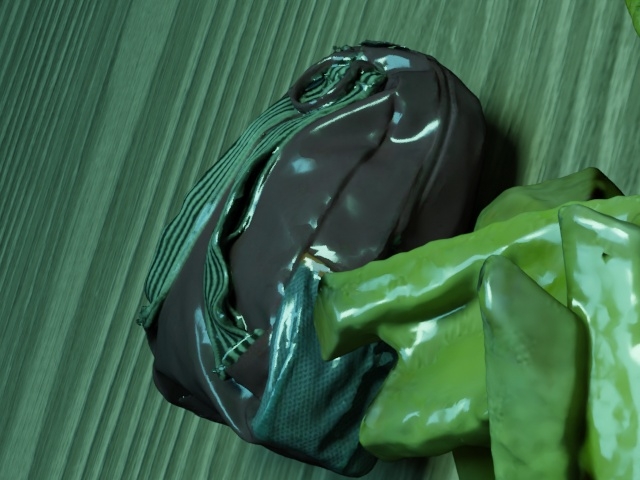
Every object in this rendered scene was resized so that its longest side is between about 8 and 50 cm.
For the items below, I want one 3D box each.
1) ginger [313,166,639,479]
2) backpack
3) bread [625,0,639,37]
[{"bbox_3d":[0.121,0.121,0.939,0.358,0.211,0.413,-65,18,11],"label":"ginger"},{"bbox_3d":[0.000,0.000,1.328,0.283,0.197,0.317,12,80,67],"label":"backpack"},{"bbox_3d":[0.254,-0.207,1.076,0.186,0.124,0.257,-54,27,29],"label":"bread"}]
